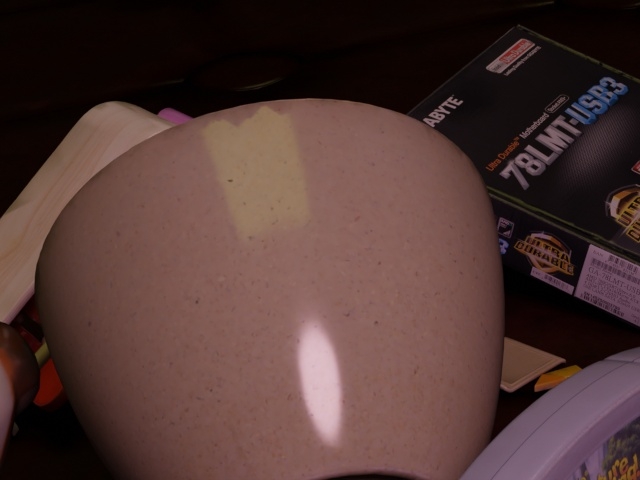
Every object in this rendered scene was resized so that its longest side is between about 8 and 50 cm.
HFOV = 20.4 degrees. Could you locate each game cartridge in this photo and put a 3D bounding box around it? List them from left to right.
[{"bbox_3d":[0.149,0.187,1.029,0.060,0.196,0.294,3,26,41],"label":"game cartridge"}]

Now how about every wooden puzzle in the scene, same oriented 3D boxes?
[{"bbox_3d":[0.153,0.103,1.442,0.078,0.014,0.116,-18,25,-29],"label":"wooden puzzle"}]

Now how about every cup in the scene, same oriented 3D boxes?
[{"bbox_3d":[-0.014,0.106,1.188,0.331,0.331,0.237,-11,50,-5],"label":"cup"}]

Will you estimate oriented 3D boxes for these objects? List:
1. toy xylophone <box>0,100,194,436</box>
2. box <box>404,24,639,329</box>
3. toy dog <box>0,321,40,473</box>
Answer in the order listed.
[{"bbox_3d":[-0.200,0.019,1.472,0.323,0.081,0.236,-48,35,0],"label":"toy xylophone"},{"bbox_3d":[0.234,-0.064,1.596,0.293,0.073,0.295,28,38,19],"label":"box"},{"bbox_3d":[-0.405,0.069,1.305,0.408,0.395,0.284,35,22,11],"label":"toy dog"}]
